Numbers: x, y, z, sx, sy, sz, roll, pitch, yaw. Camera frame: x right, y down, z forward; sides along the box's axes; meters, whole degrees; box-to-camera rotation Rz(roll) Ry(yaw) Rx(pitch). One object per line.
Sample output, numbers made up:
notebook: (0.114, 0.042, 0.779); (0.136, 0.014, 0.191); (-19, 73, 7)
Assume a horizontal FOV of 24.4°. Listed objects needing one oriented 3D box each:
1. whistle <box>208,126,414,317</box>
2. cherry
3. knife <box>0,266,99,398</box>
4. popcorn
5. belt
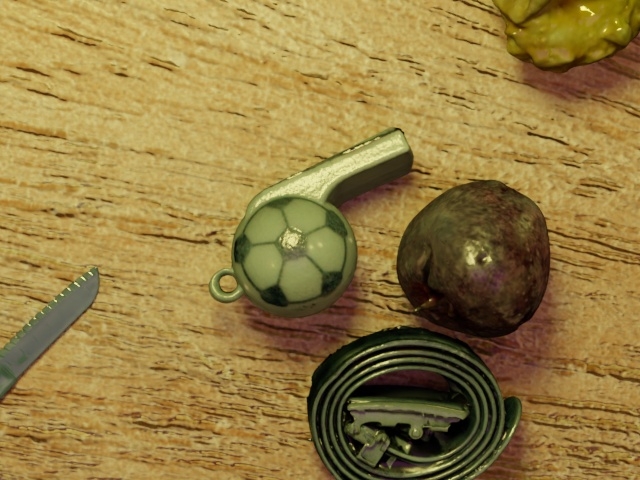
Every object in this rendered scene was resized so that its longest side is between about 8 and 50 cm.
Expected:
whistle: (0.000, 0.000, 1.746); (0.289, 0.163, 0.163); (-25, 103, -2)
cherry: (0.188, 0.019, 1.760); (0.195, 0.195, 0.195); (-2, 101, -8)
knife: (-0.374, 0.150, 1.795); (0.313, 0.019, 0.044); (-45, 101, 0)
popcorn: (0.288, -0.294, 1.735); (0.197, 0.155, 0.198); (-10, 120, -17)
belt: (0.115, 0.213, 1.822); (0.267, 0.116, 0.206); (-8, 97, -4)
